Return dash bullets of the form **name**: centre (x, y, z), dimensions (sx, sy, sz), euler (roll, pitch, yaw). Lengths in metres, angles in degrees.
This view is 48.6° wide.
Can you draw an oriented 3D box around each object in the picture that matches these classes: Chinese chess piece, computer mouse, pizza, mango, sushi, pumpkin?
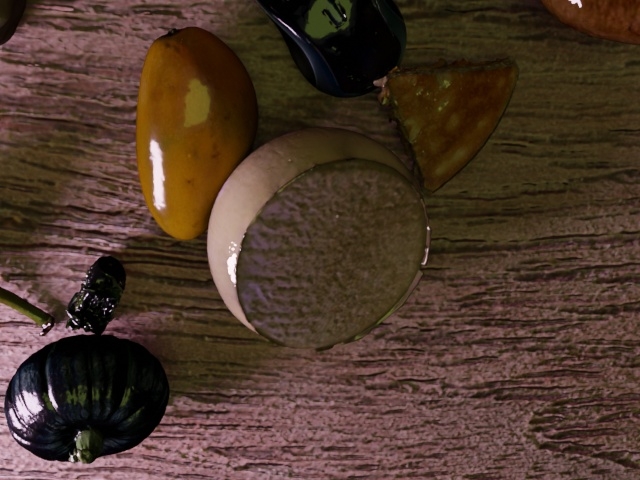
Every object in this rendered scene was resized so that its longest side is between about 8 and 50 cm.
- **Chinese chess piece**: centre (0.000, 0.000, 0.846), dimensions (0.270, 0.112, 0.270), euler (-13, 122, -22)
- **computer mouse**: centre (0.007, -0.269, 0.816), dimensions (0.137, 0.096, 0.233), euler (-40, 110, 4)
- **pizza**: centre (0.145, -0.173, 0.876), dimensions (0.193, 0.053, 0.201), euler (31, 105, -37)
- **mango**: centre (-0.144, -0.118, 0.826), dimensions (0.138, 0.113, 0.253), euler (-1, 113, -22)
- **sushi**: centre (-0.273, 0.070, 0.874), dimensions (0.056, 0.085, 0.083), euler (29, 98, -17)
- **pumpkin**: centre (-0.284, 0.195, 0.872), dimensions (0.194, 0.194, 0.150), euler (-2, 76, -9)

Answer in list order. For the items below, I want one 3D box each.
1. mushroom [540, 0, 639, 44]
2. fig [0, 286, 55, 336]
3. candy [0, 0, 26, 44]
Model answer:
- **mushroom**: centre (0.319, -0.392, 0.722), dimensions (0.334, 0.356, 0.331), euler (-7, 79, 33)
- **fig**: centre (-0.432, 0.048, 0.826), dimensions (0.259, 0.151, 0.151), euler (8, 106, -34)
- **candy**: centre (-0.422, -0.299, 0.732), dimensions (0.234, 0.104, 0.102), euler (33, 93, -17)
